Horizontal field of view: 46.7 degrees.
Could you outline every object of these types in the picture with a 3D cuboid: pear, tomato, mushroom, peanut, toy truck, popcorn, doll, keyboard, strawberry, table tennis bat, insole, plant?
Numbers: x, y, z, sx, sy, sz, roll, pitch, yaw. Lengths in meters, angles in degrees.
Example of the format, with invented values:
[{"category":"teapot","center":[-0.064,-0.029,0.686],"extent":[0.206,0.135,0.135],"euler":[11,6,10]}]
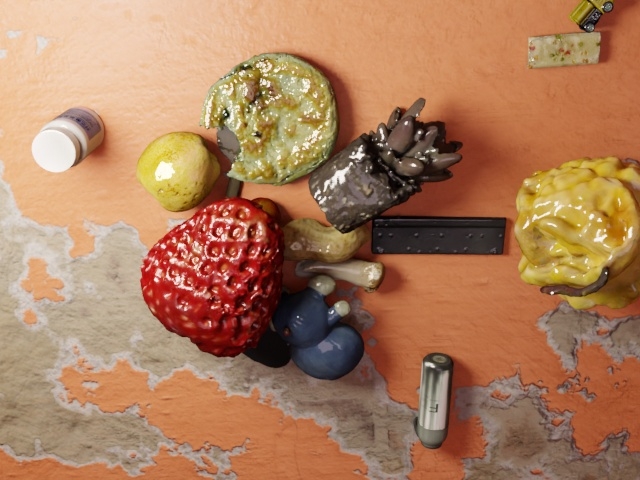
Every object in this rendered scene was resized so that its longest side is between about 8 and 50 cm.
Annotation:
[{"category":"pear","center":[-0.303,-0.152,1.603],"extent":[0.178,0.178,0.178],"euler":[0,113,1]},{"category":"tomato","center":[-0.130,-0.054,1.678],"extent":[0.087,0.087,0.075],"euler":[-18,147,8]},{"category":"mushroom","center":[0.046,0.073,1.736],"extent":[0.209,0.071,0.084],"euler":[8,155,3]},{"category":"peanut","center":[0.000,0.000,1.684],"extent":[0.229,0.098,0.103],"euler":[2,100,-3]},{"category":"toy truck","center":[0.553,-0.471,1.509],"extent":[0.054,0.049,0.083],"euler":[36,110,-12]},{"category":"popcorn","center":[0.565,0.003,1.552],"extent":[0.349,0.382,0.349],"euler":[8,119,15]},{"category":"doll","center":[-0.006,0.217,1.750],"extent":[0.228,0.154,0.258],"euler":[-17,129,31]},{"category":"keyboard","center":[0.273,-0.014,1.719],"extent":[0.309,0.018,0.101],"euler":[0,114,1]},{"category":"strawberry","center":[-0.213,0.065,1.586],"extent":[0.317,0.295,0.345],"euler":[55,138,20]},{"category":"table tennis bat","center":[-0.173,-0.204,1.647],"extent":[0.131,0.022,0.234],"euler":[15,110,-7]},{"category":"insole","center":[-0.207,0.196,1.820],"extent":[0.348,0.009,0.119],"euler":[39,106,-15]},{"category":"plant","center":[0.143,-0.149,1.575],"extent":[0.320,0.181,0.194],"euler":[-33,100,13]}]

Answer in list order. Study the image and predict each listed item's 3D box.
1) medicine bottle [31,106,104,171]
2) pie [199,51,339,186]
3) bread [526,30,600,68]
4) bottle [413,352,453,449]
[{"category":"medicine bottle","center":[-0.528,-0.212,1.556],"extent":[0.102,0.187,0.103],"euler":[0,112,1]},{"category":"pie","center":[-0.100,-0.256,1.588],"extent":[0.302,0.067,0.302],"euler":[-1,109,-2]},{"category":"bread","center":[0.508,-0.398,1.551],"extent":[0.153,0.028,0.068],"euler":[-4,111,1]},{"category":"bottle","center":[0.281,0.403,1.865],"extent":[0.096,0.079,0.254],"euler":[17,118,35]}]
